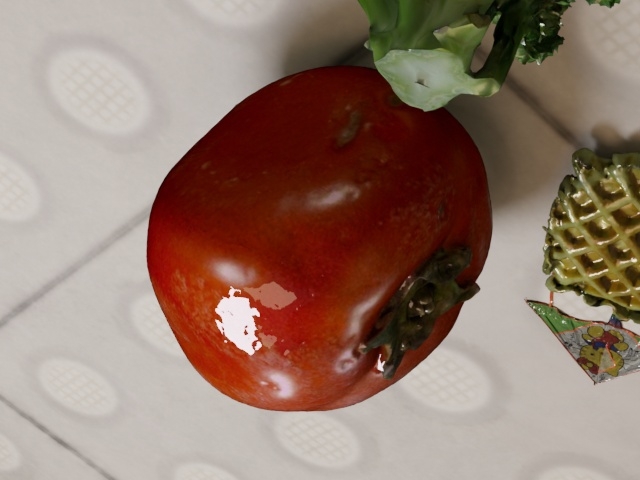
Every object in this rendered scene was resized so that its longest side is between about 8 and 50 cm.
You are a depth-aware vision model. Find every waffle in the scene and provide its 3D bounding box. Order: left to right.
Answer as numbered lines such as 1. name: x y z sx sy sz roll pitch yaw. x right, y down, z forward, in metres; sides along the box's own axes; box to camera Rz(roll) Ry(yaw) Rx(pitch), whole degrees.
1. waffle: 0.317 0.002 1.417 0.207 0.054 0.214 15 134 8

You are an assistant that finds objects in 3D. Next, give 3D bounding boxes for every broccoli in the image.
1. broccoli: 0.117 -0.242 1.094 0.307 0.275 0.308 12 158 5

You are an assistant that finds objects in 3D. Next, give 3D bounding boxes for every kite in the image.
1. kite: 0.310 0.078 1.540 0.198 0.006 0.244 14 138 13

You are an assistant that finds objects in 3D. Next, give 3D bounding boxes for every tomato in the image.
1. tomato: 0.000 0.000 1.376 0.289 0.325 0.293 31 158 35
